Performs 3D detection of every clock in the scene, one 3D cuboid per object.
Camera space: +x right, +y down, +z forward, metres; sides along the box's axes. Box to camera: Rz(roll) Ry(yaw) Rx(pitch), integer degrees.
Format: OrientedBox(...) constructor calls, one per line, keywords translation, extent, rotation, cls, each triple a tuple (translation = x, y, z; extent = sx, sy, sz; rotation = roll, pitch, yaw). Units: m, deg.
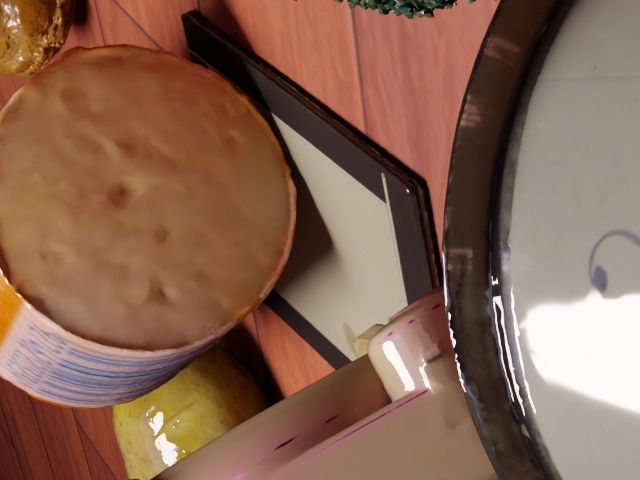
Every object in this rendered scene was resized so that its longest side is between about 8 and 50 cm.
OrientedBox(translation=(0.016, 0.122, 0.968), extent=(0.114, 0.284, 0.309), rotation=(59, -167, 7), cls="clock")

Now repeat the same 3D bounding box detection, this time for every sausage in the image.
OrientedBox(translation=(-0.159, 0.001, 1.406), extent=(0.233, 0.233, 0.287), rotation=(63, 162, 7), cls="sausage")

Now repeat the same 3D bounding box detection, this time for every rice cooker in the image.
OrientedBox(translation=(0.186, 0.004, 0.489), extent=(0.316, 0.264, 0.316), rotation=(-37, 46, 51), cls="rice cooker")

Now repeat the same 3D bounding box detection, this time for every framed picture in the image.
OrientedBox(translation=(0.000, 0.000, 1.357), extent=(0.347, 0.016, 0.265), rotation=(39, 149, 51), cls="framed picture")

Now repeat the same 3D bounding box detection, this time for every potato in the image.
OrientedBox(translation=(-0.105, 0.197, 1.675), extent=(0.197, 0.148, 0.228), rotation=(-12, -97, -87), cls="potato")

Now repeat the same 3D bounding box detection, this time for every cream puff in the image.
OrientedBox(translation=(-0.277, -0.221, 1.682), extent=(0.126, 0.103, 0.144), rotation=(-7, 91, 64), cls="cream puff")

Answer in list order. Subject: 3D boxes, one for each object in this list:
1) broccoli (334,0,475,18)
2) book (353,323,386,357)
OrientedBox(translation=(0.030, -0.202, 0.843), extent=(0.219, 0.194, 0.194), rotation=(-101, 1, -51), cls="broccoli")
OrientedBox(translation=(0.107, 0.166, 1.229), extent=(0.161, 0.026, 0.231), rotation=(0, 116, 63), cls="book")
